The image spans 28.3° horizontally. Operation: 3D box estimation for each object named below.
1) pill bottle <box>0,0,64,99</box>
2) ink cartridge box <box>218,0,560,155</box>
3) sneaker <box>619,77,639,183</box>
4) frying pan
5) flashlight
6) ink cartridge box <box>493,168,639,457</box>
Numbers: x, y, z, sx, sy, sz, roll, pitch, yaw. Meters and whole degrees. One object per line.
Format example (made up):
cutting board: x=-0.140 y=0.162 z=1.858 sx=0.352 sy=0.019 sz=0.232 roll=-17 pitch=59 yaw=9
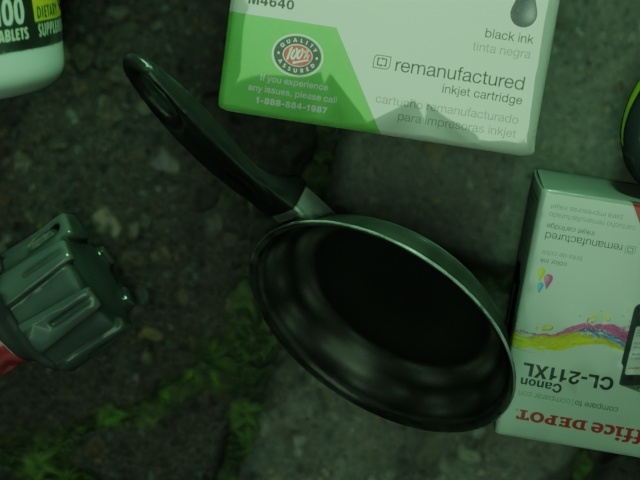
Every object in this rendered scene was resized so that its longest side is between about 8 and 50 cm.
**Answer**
pill bottle: x=-0.264 y=-0.253 z=0.768 sx=0.188 sy=0.188 sz=0.333 roll=-2 pitch=105 yaw=7
ink cartridge box: x=0.056 y=-0.207 z=0.782 sx=0.198 sy=0.115 sz=0.272 roll=9 pitch=106 yaw=4
sneaker: x=0.323 y=-0.116 z=0.774 sx=0.300 sy=0.121 sz=0.111 roll=-30 pitch=100 yaw=13
frying pan: x=-0.009 y=0.015 z=0.846 sx=0.326 sy=0.053 sz=0.197 roll=37 pitch=145 yaw=-1
flashlight: x=-0.272 y=0.112 z=0.916 sx=0.304 sy=0.103 sz=0.103 roll=-32 pitch=126 yaw=12
ink cartridge box: x=0.193 y=0.051 z=0.859 sx=0.128 sy=0.072 sz=0.175 roll=9 pitch=105 yaw=3
